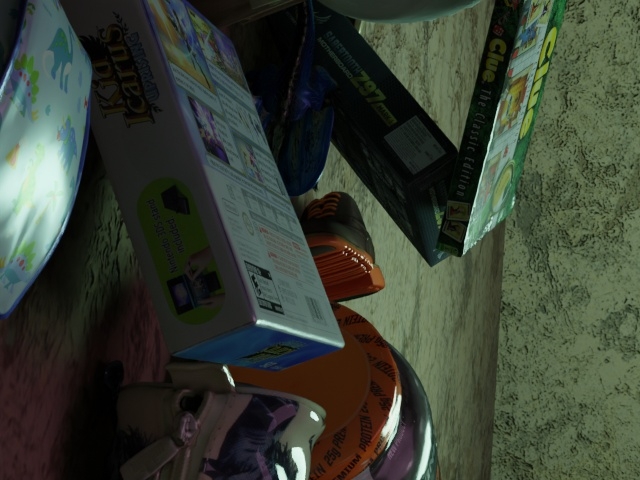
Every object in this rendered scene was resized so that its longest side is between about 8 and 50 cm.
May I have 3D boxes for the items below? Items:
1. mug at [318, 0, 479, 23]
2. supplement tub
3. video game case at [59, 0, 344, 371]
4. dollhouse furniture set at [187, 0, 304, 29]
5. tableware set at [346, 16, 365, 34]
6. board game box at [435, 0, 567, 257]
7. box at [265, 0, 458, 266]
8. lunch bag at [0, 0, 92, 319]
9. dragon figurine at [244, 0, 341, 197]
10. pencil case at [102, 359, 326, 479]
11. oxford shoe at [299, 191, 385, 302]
[{"bbox_3d":[0.077,-0.381,1.519,0.328,0.276,0.374,-54,127,-44],"label":"mug"},{"bbox_3d":[-0.001,0.202,1.502,0.338,0.207,0.207,77,23,-57],"label":"supplement tub"},{"bbox_3d":[-0.076,-0.040,1.159,0.269,0.061,0.244,30,40,-77],"label":"video game case"},{"bbox_3d":[-0.074,-0.243,1.313,0.182,0.101,0.161,-36,106,-73],"label":"dollhouse furniture set"},{"bbox_3d":[0.040,-0.285,1.859,0.128,0.039,0.194,94,10,-80],"label":"tableware set"},{"bbox_3d":[0.159,-0.124,1.491,0.136,0.030,0.259,-40,146,-59],"label":"board game box"},{"bbox_3d":[0.046,-0.106,1.592,0.232,0.059,0.183,53,-7,25],"label":"box"},{"bbox_3d":[-0.171,-0.051,0.868,0.129,0.096,0.151,69,20,-65],"label":"lunch bag"},{"bbox_3d":[-0.034,-0.086,1.441,0.144,0.085,0.289,-80,-177,-70],"label":"dragon figurine"},{"bbox_3d":[-0.104,0.288,1.183,0.183,0.160,0.410,44,52,-59],"label":"pencil case"},{"bbox_3d":[0.000,0.000,1.735,0.271,0.097,0.098,50,27,-79],"label":"oxford shoe"}]
